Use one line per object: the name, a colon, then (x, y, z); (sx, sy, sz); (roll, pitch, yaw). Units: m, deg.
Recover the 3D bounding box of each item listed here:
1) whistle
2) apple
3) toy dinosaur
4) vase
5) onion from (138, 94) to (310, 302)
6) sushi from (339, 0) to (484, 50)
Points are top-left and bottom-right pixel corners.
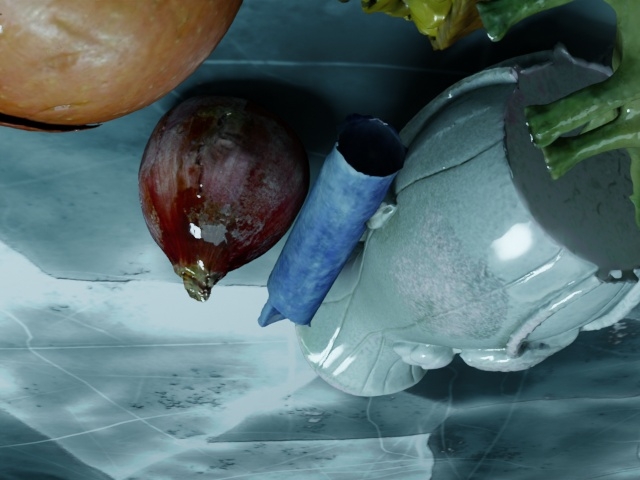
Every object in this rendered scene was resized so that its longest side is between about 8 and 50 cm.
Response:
whistle: (0.000, 0.000, 0.935); (0.062, 0.062, 0.304); (6, 149, -13)
apple: (-0.161, -0.197, 0.593); (0.206, 0.251, 0.272); (-33, 121, 30)
toy dinosaur: (0.257, -0.135, 0.610); (0.301, 0.087, 0.447); (-25, 146, 14)
vase: (0.131, 0.015, 1.006); (0.250, 0.250, 0.445); (12, 155, -22)
onion: (-0.093, -0.033, 0.945); (0.159, 0.195, 0.159); (9, 147, 6)
sushi: (0.112, -0.224, 0.639); (0.179, 0.166, 0.296); (13, 169, -11)
